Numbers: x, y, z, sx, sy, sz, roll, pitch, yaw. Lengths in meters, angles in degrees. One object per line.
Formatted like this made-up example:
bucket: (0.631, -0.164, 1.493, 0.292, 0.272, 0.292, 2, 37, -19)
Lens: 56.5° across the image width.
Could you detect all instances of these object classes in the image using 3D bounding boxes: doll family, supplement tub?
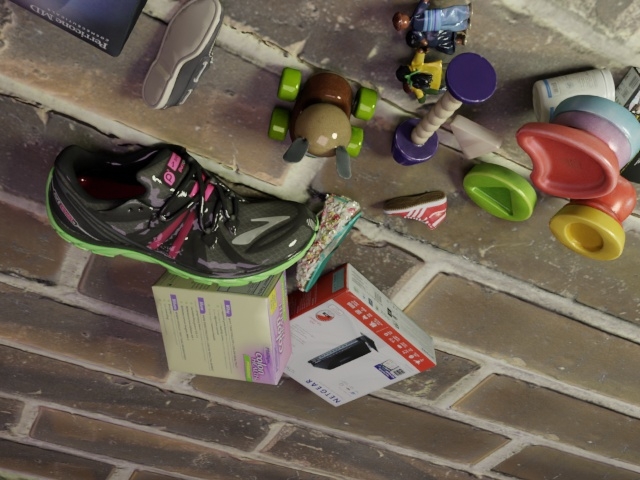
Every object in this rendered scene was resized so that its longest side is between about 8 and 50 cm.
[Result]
doll family: (0.161, -0.281, 0.889, 0.111, 0.076, 0.193, 1, 129, 6)
supplement tub: (0.394, -0.225, 0.933, 0.107, 0.071, 0.071, -8, 133, 10)

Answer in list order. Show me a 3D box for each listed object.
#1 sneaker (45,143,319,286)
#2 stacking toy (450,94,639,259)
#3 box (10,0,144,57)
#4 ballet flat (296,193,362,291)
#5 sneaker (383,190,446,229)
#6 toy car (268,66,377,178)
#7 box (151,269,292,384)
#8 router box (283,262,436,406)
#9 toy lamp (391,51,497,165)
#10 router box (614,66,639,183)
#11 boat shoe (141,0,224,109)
sneaker: (-0.238, -0.053, 1.039, 0.483, 0.185, 0.202, 8, 137, -7)
stacking toy: (0.376, -0.128, 0.969, 0.280, 0.130, 0.309, 25, 162, 35)
box: (-0.297, -0.402, 0.642, 0.296, 0.182, 0.294, 26, 154, -21)
ballet flat: (0.000, 0.000, 1.167, 0.077, 0.091, 0.241, 38, 125, 8)
sneaker: (0.180, -0.051, 1.125, 0.118, 0.042, 0.067, -10, 129, 8)
toy car: (0.000, -0.160, 0.924, 0.155, 0.188, 0.149, 12, 133, -9)
box: (-0.194, 0.164, 1.224, 0.243, 0.117, 0.213, 4, 119, 15)
router box: (0.048, 0.232, 1.372, 0.301, 0.082, 0.335, -31, 125, 27)
toy lamp: (0.170, -0.180, 0.902, 0.080, 0.080, 0.274, 10, 167, -8)
router box: (0.524, -0.184, 0.985, 0.133, 0.046, 0.179, 12, 133, -11)
boat shoe: (-0.201, -0.285, 0.915, 0.206, 0.075, 0.065, -47, 160, 30)
